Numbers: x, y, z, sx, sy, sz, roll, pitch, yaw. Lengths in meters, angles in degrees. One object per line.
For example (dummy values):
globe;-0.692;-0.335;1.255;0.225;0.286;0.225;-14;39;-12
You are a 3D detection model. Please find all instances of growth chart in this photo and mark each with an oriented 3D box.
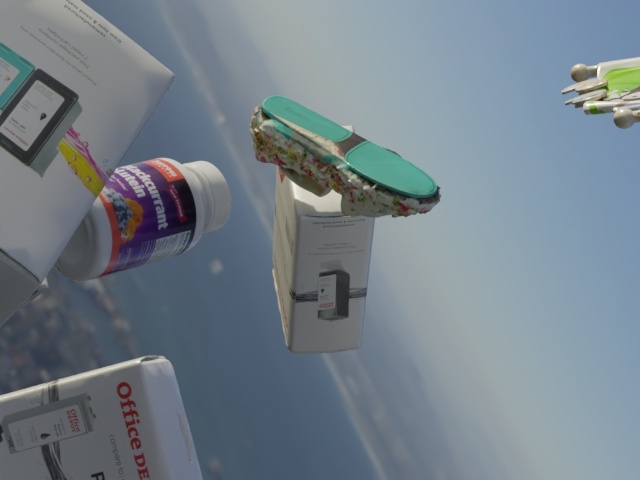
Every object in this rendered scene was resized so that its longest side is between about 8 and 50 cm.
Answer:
growth chart;0.275;-0.120;1.294;0.237;0.172;0.021;-83;163;-75

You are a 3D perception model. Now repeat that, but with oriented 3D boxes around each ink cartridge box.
ink cartridge box;0.000;0.000;1.913;0.158;0.092;0.218;-102;-166;-46
ink cartridge box;-0.296;0.265;1.954;0.117;0.283;0.207;14;60;-80
ink cartridge box;-0.296;-0.070;1.448;0.197;0.198;0.270;37;48;-12

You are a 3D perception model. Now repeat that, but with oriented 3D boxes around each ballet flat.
ballet flat;0.024;-0.072;1.751;0.241;0.091;0.077;33;-53;30

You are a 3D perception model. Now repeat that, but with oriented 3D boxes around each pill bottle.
pill bottle;-0.191;-0.029;1.781;0.193;0.108;0.108;-17;75;-44

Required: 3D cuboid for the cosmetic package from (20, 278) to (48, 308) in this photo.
cosmetic package;-0.376;-0.006;1.596;0.239;0.060;0.099;17;51;-43
